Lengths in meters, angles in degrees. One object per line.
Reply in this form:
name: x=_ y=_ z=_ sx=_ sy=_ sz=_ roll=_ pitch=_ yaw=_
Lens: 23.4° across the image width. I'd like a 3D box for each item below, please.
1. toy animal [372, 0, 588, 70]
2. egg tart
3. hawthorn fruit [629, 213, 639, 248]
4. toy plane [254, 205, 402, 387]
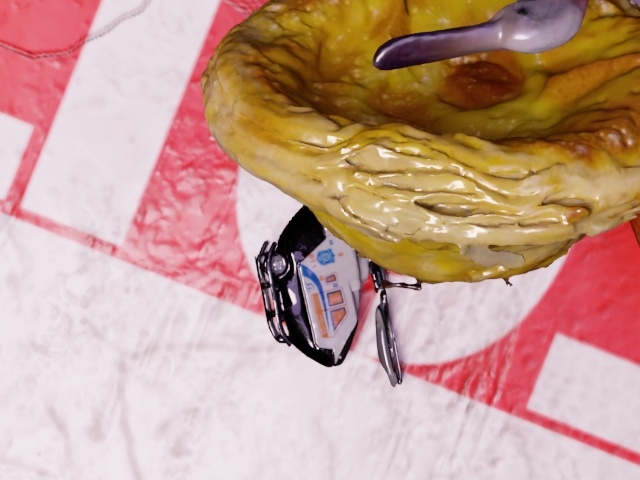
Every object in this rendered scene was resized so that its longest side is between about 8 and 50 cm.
toy animal: x=0.160 y=-0.197 z=0.874 sx=0.195 sy=0.090 sz=0.324 roll=6 pitch=53 yaw=15
egg tart: x=0.076 y=-0.062 z=0.863 sx=0.295 sy=0.295 sz=0.116 roll=-4 pitch=125 yaw=-1
hawthorn fruit: x=0.294 y=-0.032 z=0.856 sx=0.205 sy=0.253 sz=0.205 roll=6 pitch=71 yaw=-19
toy plane: x=-0.001 y=0.000 z=0.957 sx=0.078 sy=0.053 sz=0.197 roll=-9 pitch=91 yaw=-9
